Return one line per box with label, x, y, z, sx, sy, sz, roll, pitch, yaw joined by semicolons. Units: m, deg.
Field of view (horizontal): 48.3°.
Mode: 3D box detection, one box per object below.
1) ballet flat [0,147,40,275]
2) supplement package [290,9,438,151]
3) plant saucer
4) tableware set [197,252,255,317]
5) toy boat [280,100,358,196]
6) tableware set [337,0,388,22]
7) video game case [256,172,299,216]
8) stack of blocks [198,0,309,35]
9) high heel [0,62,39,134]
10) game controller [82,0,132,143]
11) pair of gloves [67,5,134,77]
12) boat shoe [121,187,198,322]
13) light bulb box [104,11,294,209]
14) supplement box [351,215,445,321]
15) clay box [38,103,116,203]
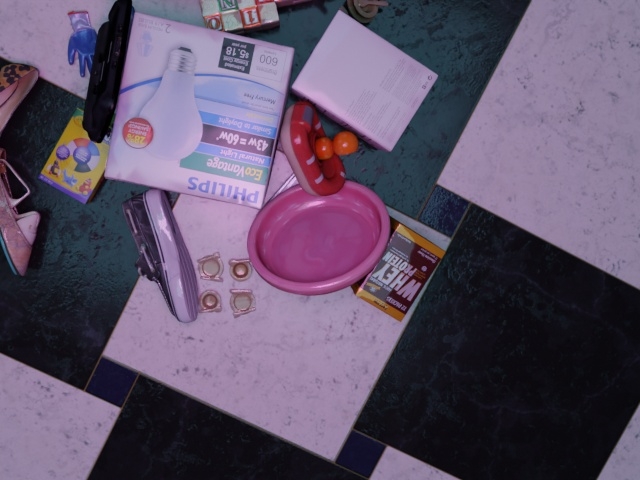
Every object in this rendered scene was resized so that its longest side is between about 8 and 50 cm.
ballet flat;-0.729;-0.075;1.688;0.106;0.107;0.316;-22;99;-14
supplement package;0.092;-0.359;1.648;0.262;0.198;0.199;32;95;-7
plant saucer;0.000;0.000;1.645;0.332;0.332;0.084;-18;138;-1
tableware set;-0.235;0.112;1.779;0.141;0.020;0.169;-2;98;-3
toy boat;0.013;-0.206;1.605;0.151;0.151;0.231;-6;140;18
tableware set;0.071;-0.587;1.641;0.194;0.039;0.128;43;64;-27
video game case;-0.033;-0.076;1.765;0.173;0.022;0.190;41;93;-8
stack of blocks;-0.135;-0.585;1.661;0.297;0.087;0.171;-13;98;-2
high heel;-0.718;-0.285;1.622;0.186;0.093;0.261;-19;66;4
game controller;-0.455;-0.372;1.553;0.067;0.166;0.319;17;60;-32
pair of gloves;-0.503;-0.472;1.688;0.198;0.023;0.159;-9;98;-1
boat shoe;-0.387;0.044;1.725;0.119;0.121;0.335;-17;87;7
light bulb box;-0.265;-0.282;1.624;0.357;0.225;0.361;11;95;-4
supplement box;0.175;0.061;1.709;0.129;0.191;0.194;31;95;-8
clay box;-0.557;-0.214;1.702;0.127;0.053;0.222;30;95;-7
